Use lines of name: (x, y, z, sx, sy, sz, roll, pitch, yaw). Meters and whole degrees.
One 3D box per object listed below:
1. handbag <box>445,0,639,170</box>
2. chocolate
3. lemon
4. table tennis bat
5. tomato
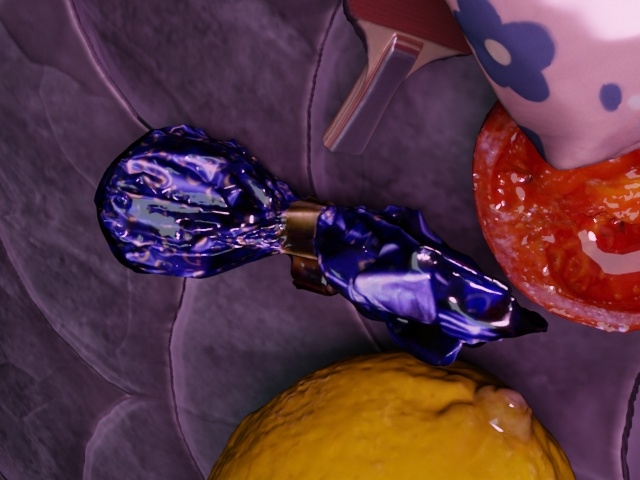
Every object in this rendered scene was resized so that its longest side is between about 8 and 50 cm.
handbag: (0.155, -0.176, 0.308, 0.251, 0.190, 0.193, -24, 124, 27)
chocolate: (0.002, 0.003, 0.578, 0.343, 0.126, 0.148, 15, 156, 30)
lemon: (0.044, 0.213, 0.549, 0.268, 0.268, 0.322, 47, 134, 8)
table tennis bat: (0.063, -0.141, 0.472, 0.220, 0.130, 0.019, -58, 40, 31)
tomato: (0.167, -0.035, 0.465, 0.139, 0.091, 0.159, -20, 107, 40)
